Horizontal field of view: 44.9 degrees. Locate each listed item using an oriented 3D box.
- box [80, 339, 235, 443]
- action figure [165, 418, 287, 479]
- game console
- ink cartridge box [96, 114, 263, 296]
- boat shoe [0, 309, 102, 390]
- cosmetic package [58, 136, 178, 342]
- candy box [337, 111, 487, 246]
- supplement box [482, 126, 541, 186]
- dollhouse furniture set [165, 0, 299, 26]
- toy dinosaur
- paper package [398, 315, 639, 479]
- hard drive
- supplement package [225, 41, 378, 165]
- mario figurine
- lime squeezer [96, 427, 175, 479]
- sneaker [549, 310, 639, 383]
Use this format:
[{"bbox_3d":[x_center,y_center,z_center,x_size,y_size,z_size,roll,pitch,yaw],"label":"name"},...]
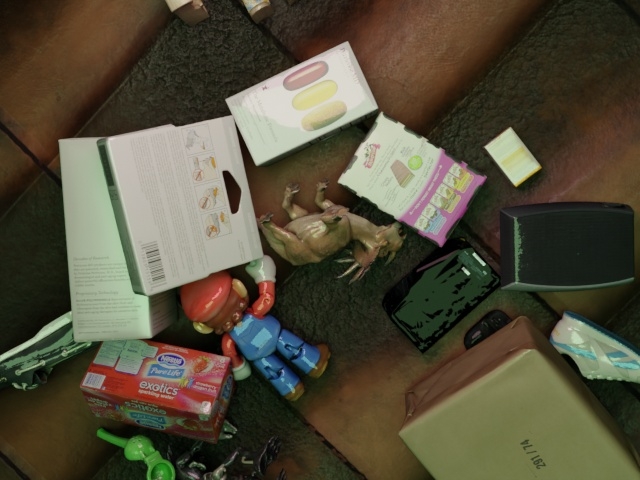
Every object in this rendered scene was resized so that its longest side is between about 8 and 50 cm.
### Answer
[{"bbox_3d":[-0.303,0.279,1.471,0.257,0.122,0.128,10,51,9],"label":"box"},{"bbox_3d":[-0.191,0.448,1.509,0.276,0.141,0.164,-10,103,31],"label":"action figure"},{"bbox_3d":[0.306,0.183,1.498,0.213,0.044,0.361,-42,90,8],"label":"game console"},{"bbox_3d":[-0.241,-0.067,1.362,0.239,0.060,0.275,-18,102,-34],"label":"ink cartridge box"},{"bbox_3d":[-0.566,0.243,1.526,0.303,0.114,0.091,-34,86,6],"label":"boat shoe"},{"bbox_3d":[-0.370,-0.009,1.453,0.155,0.197,0.365,-4,93,5],"label":"cosmetic package"},{"bbox_3d":[0.171,-0.116,1.468,0.233,0.071,0.159,33,96,0],"label":"candy box"},{"bbox_3d":[0.362,-0.158,1.469,0.062,0.036,0.098,-37,91,6],"label":"supplement box"},{"bbox_3d":[-0.173,-0.506,1.416,0.242,0.161,0.212,-28,92,6],"label":"dollhouse furniture set"},{"bbox_3d":[0.000,0.000,1.473,0.296,0.127,0.200,-6,129,20],"label":"toy dinosaur"},{"bbox_3d":[0.356,0.358,1.413,0.309,0.168,0.324,-38,96,17],"label":"paper package"},{"bbox_3d":[0.466,0.013,1.449,0.255,0.054,0.171,-2,94,-6],"label":"hard drive"},{"bbox_3d":[-0.029,-0.248,1.440,0.244,0.134,0.139,-25,93,5],"label":"supplement package"},{"bbox_3d":[-0.133,0.154,1.507,0.320,0.170,0.198,44,61,-10],"label":"mario figurine"},{"bbox_3d":[-0.331,0.443,1.481,0.310,0.059,0.109,38,117,23],"label":"lime squeezer"},{"bbox_3d":[0.543,0.226,1.469,0.229,0.087,0.092,30,103,8],"label":"sneaker"}]
